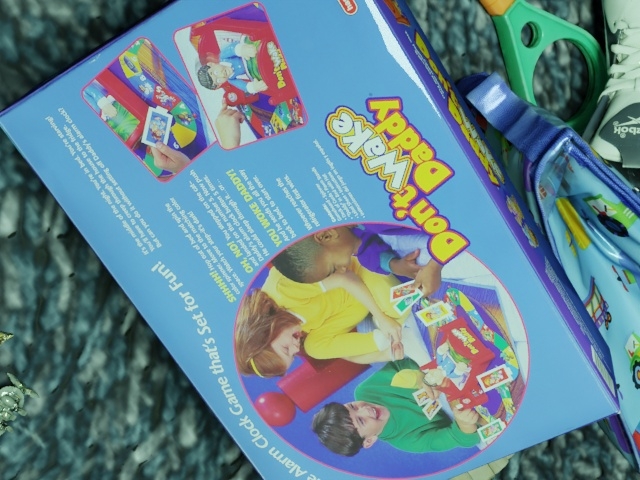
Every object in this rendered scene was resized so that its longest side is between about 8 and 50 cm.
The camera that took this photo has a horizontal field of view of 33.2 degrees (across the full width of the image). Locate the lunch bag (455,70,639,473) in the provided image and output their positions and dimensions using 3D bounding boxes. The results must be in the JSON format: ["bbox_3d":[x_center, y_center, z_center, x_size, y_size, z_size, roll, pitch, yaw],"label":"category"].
[{"bbox_3d":[0.193,-0.003,0.818,0.138,0.221,0.293,-36,111,7],"label":"lunch bag"}]

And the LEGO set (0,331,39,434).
[{"bbox_3d":[-0.222,0.104,0.732,0.054,0.023,0.083,-25,109,-22],"label":"LEGO set"}]

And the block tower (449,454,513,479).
[{"bbox_3d":[0.015,0.226,0.842,0.335,0.097,0.091,-42,115,-14],"label":"block tower"}]

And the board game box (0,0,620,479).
[{"bbox_3d":[0.000,0.000,0.672,0.233,0.078,0.347,-27,108,20],"label":"board game box"}]

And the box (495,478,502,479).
[{"bbox_3d":[0.175,0.295,0.865,0.077,0.147,0.180,-42,150,-16],"label":"box"}]

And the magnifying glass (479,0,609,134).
[{"bbox_3d":[0.168,-0.178,0.894,0.231,0.026,0.092,45,77,-26],"label":"magnifying glass"}]

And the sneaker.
[{"bbox_3d":[0.266,-0.130,0.873,0.153,0.094,0.235,-56,143,-46],"label":"sneaker"}]
